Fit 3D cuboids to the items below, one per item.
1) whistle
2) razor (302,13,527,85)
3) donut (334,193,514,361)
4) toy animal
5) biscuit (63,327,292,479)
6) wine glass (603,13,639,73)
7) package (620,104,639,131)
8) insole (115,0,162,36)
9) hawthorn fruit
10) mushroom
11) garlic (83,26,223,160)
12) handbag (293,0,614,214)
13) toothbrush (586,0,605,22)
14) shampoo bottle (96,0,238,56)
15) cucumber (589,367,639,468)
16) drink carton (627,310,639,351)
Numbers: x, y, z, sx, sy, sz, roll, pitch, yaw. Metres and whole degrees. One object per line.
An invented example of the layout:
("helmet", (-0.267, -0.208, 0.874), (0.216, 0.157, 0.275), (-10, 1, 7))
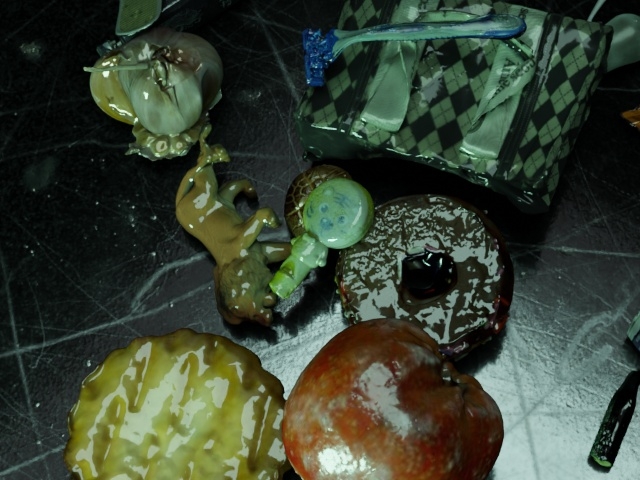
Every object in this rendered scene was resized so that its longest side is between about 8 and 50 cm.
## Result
("whistle", (0.000, 0.000, 1.852), (0.104, 0.057, 0.198), (35, 90, 33))
("razor", (0.132, -0.292, 1.852), (0.324, 0.056, 0.093), (-7, 66, 9))
("donut", (0.151, 0.059, 1.865), (0.269, 0.103, 0.270), (-2, 68, 6))
("toy animal", (-0.137, -0.008, 1.926), (0.157, 0.097, 0.312), (-36, 67, -4))
("biscuit", (-0.193, 0.282, 1.796), (0.325, 0.107, 0.326), (-1, 63, 3))
("wine glass", (0.510, -0.330, 2.016), (0.195, 0.079, 0.079), (-27, 67, -8))
("package", (0.517, -0.175, 1.972), (0.077, 0.033, 0.111), (-32, 62, 1))
("insole", (-0.290, -0.410, 2.074), (0.109, 0.007, 0.322), (-21, 35, 10))
("hawthorn fruit", (0.091, 0.241, 1.702), (0.284, 0.284, 0.284), (-2, 66, 4))
("mushroom", (0.001, -0.052, 1.933), (0.109, 0.085, 0.126), (7, 92, -5))
("garlic", (-0.264, -0.215, 1.974), (0.207, 0.256, 0.207), (7, 109, 19))
("handbag", (0.194, -0.216, 1.922), (0.416, 0.180, 0.317), (14, 60, 15))
("toothbrush", (0.482, -0.429, 2.094), (0.025, 0.020, 0.286), (26, 72, 6))
("shampoo bottle", (-0.227, -0.382, 2.092), (0.309, 0.098, 0.071), (-35, 73, -10))
("cucumber", (0.420, 0.237, 1.798), (0.043, 0.039, 0.163), (29, 70, -10))
("drink carton", (0.551, 0.162, 1.781), (0.134, 0.102, 0.222), (-30, 68, -17))
